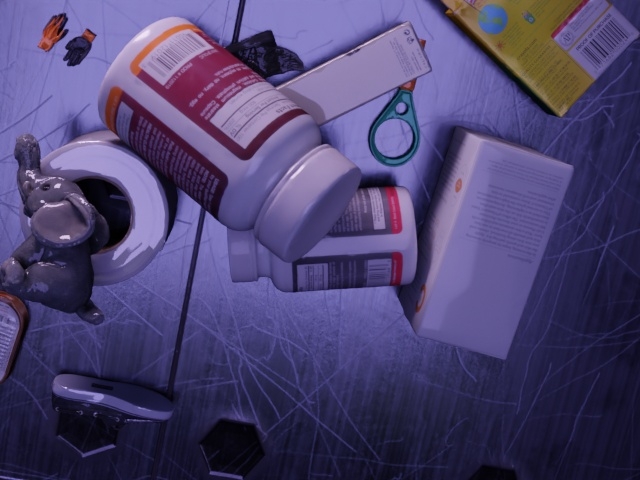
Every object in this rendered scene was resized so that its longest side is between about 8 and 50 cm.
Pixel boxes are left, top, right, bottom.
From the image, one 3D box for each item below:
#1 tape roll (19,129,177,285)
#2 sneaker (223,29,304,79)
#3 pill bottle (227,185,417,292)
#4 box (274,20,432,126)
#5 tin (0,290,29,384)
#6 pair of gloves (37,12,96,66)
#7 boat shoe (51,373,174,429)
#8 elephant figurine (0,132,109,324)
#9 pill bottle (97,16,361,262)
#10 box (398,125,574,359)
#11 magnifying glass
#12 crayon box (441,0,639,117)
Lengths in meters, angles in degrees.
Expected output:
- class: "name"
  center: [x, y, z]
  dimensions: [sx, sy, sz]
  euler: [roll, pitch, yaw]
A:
- class: "tape roll"
  center: [-0.373, -0.059, 1.644]
  dimensions: [0.246, 0.169, 0.246]
  euler: [-1, 102, -3]
- class: "sneaker"
  center: [-0.120, -0.304, 1.663]
  dimensions: [0.170, 0.051, 0.089]
  euler: [-22, 99, -1]
- class: "pill bottle"
  center: [0.000, 0.000, 1.675]
  dimensions: [0.319, 0.176, 0.176]
  euler: [-3, 103, -3]
- class: "box"
  center: [0.047, -0.272, 1.638]
  dimensions: [0.275, 0.113, 0.094]
  euler: [-25, 100, 7]
- class: "tin"
  center: [-0.604, 0.184, 1.754]
  dimensions: [0.106, 0.040, 0.189]
  euler: [20, 101, -3]
- class: "pair of gloves"
  center: [-0.438, -0.346, 1.656]
  dimensions: [0.083, 0.010, 0.074]
  euler: [32, 98, -12]
- class: "boat shoe"
  center: [-0.387, 0.310, 1.775]
  dimensions: [0.229, 0.080, 0.076]
  euler: [12, 108, -5]
- class: "elephant figurine"
  center: [-0.407, -0.021, 1.495]
  dimensions: [0.186, 0.169, 0.239]
  euler: [25, 84, -37]
- class: "pill bottle"
  center: [-0.141, -0.157, 1.527]
  dimensions: [0.392, 0.224, 0.224]
  euler: [40, 98, 13]
- class: "box"
  center: [0.278, -0.003, 1.671]
  dimensions: [0.168, 0.215, 0.345]
  euler: [16, 102, -7]
- class: "magnifying glass"
  center: [0.147, -0.244, 1.707]
  dimensions: [0.092, 0.026, 0.231]
  euler: [12, 101, -6]
- class: "crayon box"
  center: [0.365, -0.392, 1.657]
  dimensions: [0.318, 0.081, 0.202]
  euler: [42, 97, -12]
